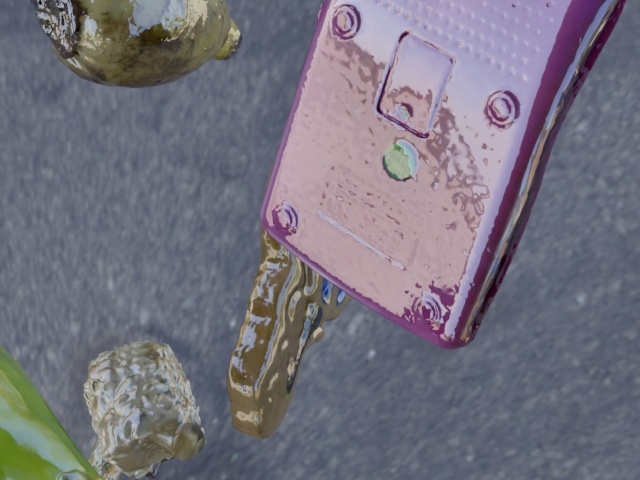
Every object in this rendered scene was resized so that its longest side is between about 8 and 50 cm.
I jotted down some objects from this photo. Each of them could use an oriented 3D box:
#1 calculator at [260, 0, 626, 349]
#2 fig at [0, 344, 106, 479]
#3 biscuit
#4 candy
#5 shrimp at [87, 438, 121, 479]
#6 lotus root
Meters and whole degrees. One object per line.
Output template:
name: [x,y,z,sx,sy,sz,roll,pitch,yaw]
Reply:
calculator: [0.044,-0.056,0.626,0.127,0.190,0.034,32,25,27]
fig: [-0.280,0.144,0.910,0.233,0.233,0.314,-40,63,-18]
biscuit: [-0.002,-0.001,1.146,0.047,0.183,0.319,11,62,24]
candy: [-0.153,0.146,1.265,0.095,0.085,0.110,-22,57,4]
shrimp: [-0.250,0.250,1.802,0.041,0.099,0.180,30,68,-16]
lotus root: [-0.151,-0.194,1.269,0.214,0.138,0.138,-3,71,-52]
